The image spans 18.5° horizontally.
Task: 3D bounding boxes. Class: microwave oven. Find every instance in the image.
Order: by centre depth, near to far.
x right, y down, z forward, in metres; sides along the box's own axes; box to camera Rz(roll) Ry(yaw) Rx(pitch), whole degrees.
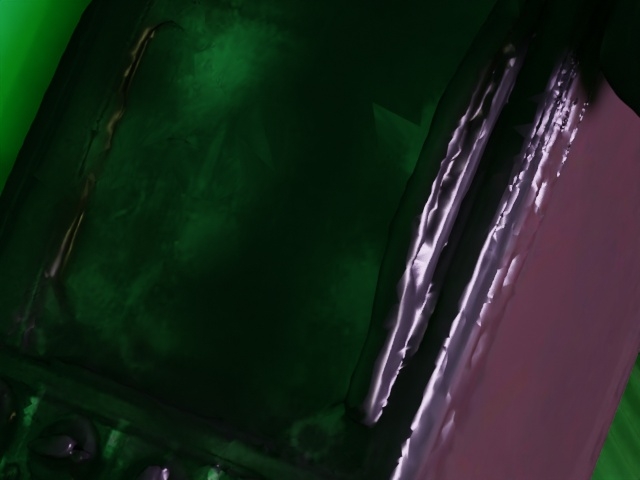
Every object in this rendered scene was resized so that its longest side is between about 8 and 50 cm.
[{"bbox_3d":[0.002,0.001,0.644,0.188,0.178,0.247,35,75,-60],"label":"microwave oven"}]

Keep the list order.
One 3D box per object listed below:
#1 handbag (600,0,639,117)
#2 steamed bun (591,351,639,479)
[{"bbox_3d":[0.184,-0.213,0.447,0.180,0.316,0.416,-93,165,-62],"label":"handbag"},{"bbox_3d":[0.238,0.027,0.920,0.236,0.247,0.383,-7,132,-33],"label":"steamed bun"}]
